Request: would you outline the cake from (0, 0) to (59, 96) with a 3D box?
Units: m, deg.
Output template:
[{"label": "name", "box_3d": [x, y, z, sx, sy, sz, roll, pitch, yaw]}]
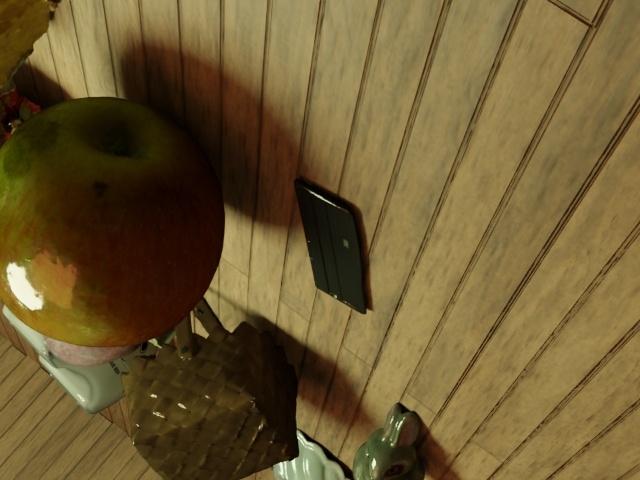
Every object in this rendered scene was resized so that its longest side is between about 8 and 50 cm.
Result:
[{"label": "cake", "box_3d": [-0.498, -0.308, 1.508, 0.227, 0.222, 0.286, 40, 158, 5]}]

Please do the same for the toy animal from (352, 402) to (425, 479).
[{"label": "toy animal", "box_3d": [0.113, 0.367, 1.963, 0.127, 0.125, 0.251, 5, 143, 8]}]

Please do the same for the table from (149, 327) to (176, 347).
[{"label": "table", "box_3d": [-0.329, 0.160, 2.310, 0.083, 0.079, 0.062, 27, 157, 24]}]

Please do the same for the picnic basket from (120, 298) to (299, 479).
[{"label": "picnic basket", "box_3d": [-0.196, 0.258, 2.061, 0.321, 0.291, 0.254, -100, -14, -44]}]

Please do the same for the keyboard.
[{"label": "keyboard", "box_3d": [0.008, -0.011, 1.523, 0.103, 0.041, 0.381, 30, 162, 22]}]

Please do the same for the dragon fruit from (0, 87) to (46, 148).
[{"label": "dragon fruit", "box_3d": [-0.517, -0.130, 1.872, 0.231, 0.237, 0.302, 19, 149, -13]}]

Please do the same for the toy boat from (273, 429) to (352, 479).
[{"label": "toy boat", "box_3d": [-0.013, 0.508, 2.446, 0.290, 0.100, 0.199, 38, 158, 9]}]

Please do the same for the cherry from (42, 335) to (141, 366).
[{"label": "cherry", "box_3d": [-0.408, 0.119, 2.140, 0.213, 0.236, 0.285, 6, 130, 23]}]

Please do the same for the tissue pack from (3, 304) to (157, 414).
[{"label": "tissue pack", "box_3d": [-0.479, 0.181, 2.406, 0.229, 0.236, 0.333, 37, 159, 31]}]

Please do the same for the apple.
[{"label": "apple", "box_3d": [-0.291, -0.030, 1.566, 0.339, 0.339, 0.339, 33, 157, 16]}]
